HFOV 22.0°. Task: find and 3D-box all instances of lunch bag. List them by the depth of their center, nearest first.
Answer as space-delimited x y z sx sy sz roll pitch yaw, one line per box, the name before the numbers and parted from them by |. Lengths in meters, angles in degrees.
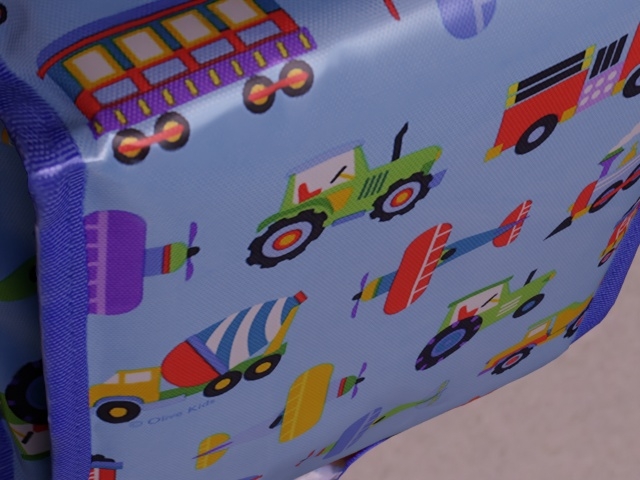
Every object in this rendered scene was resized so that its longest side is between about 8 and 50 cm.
lunch bag | 0.000 0.000 0.497 0.221 0.138 0.293 -25 143 -22
